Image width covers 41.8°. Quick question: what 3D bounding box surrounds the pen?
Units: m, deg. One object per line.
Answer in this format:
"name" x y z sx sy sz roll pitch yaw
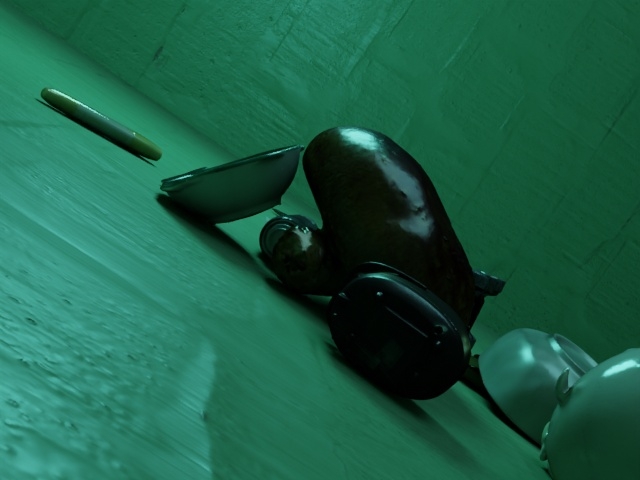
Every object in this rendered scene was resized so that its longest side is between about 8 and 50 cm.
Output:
"pen" -0.345 -0.183 1.333 0.040 0.032 0.233 6 -17 43

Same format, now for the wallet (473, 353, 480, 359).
"wallet" 0.404 0.296 1.744 0.146 0.030 0.285 33 2 25

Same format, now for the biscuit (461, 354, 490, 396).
"biscuit" 0.290 0.240 1.391 0.322 0.038 0.099 33 9 -10

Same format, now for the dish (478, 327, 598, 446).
"dish" 0.372 0.230 1.299 0.256 0.117 0.256 35 17 -12

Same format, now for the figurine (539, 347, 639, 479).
"figurine" 0.355 0.213 0.935 0.227 0.274 0.394 39 -13 14

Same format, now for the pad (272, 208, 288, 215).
"pad" 0.000 0.001 2.026 0.233 0.022 0.174 36 5 35

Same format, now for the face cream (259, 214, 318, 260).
"face cream" -0.047 -0.004 1.314 0.073 0.073 0.283 35 4 3

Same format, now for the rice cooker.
"rice cooker" 0.083 0.098 0.899 0.165 0.112 0.106 34 10 8

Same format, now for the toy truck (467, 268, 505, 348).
"toy truck" 0.232 0.115 1.606 0.178 0.176 0.363 26 1 16

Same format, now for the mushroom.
"mushroom" 0.093 0.007 1.165 0.239 0.345 0.345 -6 -13 23

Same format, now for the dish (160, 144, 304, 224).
"dish" -0.123 -0.071 1.173 0.224 0.078 0.246 -22 11 -36
